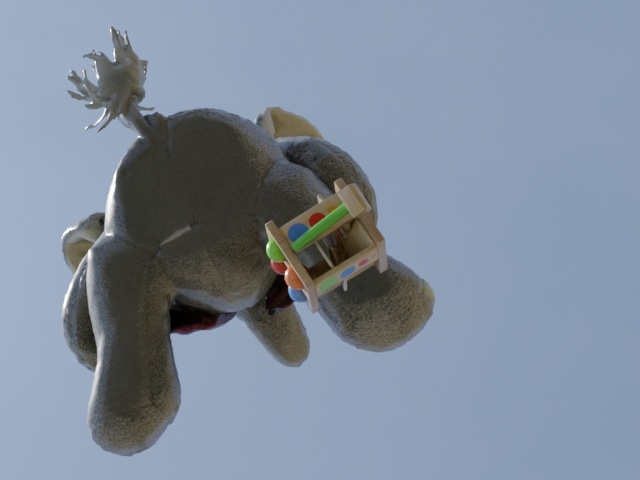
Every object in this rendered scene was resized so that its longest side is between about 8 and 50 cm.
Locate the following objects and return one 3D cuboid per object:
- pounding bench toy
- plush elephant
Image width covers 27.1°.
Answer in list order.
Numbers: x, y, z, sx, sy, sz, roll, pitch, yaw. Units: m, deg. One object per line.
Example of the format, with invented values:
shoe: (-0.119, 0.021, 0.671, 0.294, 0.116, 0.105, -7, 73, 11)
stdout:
pounding bench toy: (0.000, 0.000, 0.832, 0.065, 0.052, 0.083, -31, -21, -8)
plush elephant: (-0.079, 0.008, 1.098, 0.271, 0.330, 0.255, -30, -19, 4)
